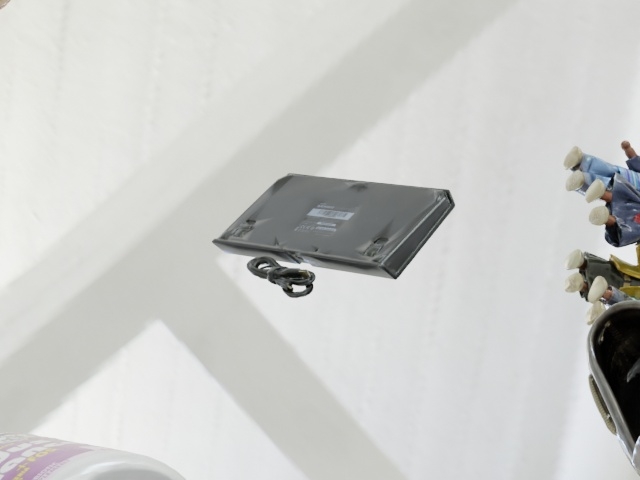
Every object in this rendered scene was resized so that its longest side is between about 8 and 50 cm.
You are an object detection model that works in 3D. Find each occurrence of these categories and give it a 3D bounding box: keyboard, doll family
[{"bbox_3d":[0.000,0.000,1.301,0.108,0.180,0.023,-45,-60,-27],"label":"keyboard"},{"bbox_3d":[0.252,0.004,1.559,0.111,0.076,0.193,12,-108,-24],"label":"doll family"}]

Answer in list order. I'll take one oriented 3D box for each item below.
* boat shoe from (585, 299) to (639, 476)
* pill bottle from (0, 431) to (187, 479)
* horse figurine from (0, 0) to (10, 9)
[{"bbox_3d":[0.248,0.137,1.178,0.130,0.355,0.132,40,-89,-23],"label":"boat shoe"},{"bbox_3d":[-0.220,0.235,1.512,0.169,0.301,0.169,1,-91,-34],"label":"pill bottle"},{"bbox_3d":[-0.306,-0.102,1.242,0.263,0.174,0.066,-22,-99,-51],"label":"horse figurine"}]
